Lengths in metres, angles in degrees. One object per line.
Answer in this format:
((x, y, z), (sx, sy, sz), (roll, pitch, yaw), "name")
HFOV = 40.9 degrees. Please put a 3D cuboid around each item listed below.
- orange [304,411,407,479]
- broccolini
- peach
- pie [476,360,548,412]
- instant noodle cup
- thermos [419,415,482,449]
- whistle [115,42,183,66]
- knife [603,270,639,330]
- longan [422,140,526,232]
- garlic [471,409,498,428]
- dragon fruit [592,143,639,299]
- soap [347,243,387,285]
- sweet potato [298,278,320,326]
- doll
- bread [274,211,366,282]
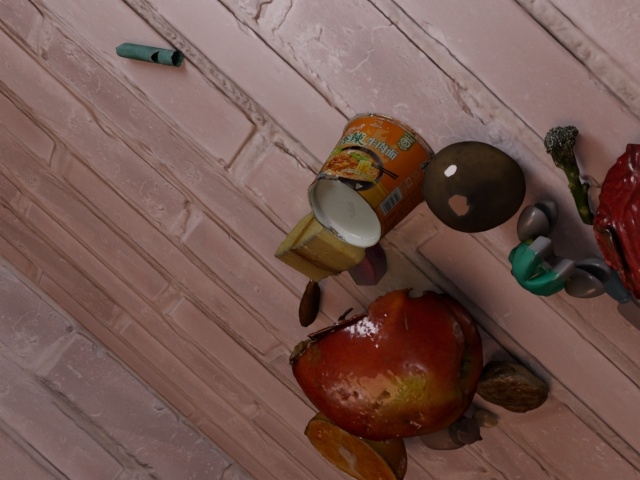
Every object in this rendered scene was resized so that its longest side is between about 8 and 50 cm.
((0.115, 0.606, 2.499), (0.310, 0.274, 0.274), (57, 172, 53), "orange")
((0.429, -0.109, 1.476), (0.058, 0.067, 0.216), (15, 149, 40), "broccolini")
((0.138, 0.270, 1.916), (0.416, 0.353, 0.339), (8, 175, 24), "peach")
((0.440, 0.339, 1.988), (0.163, 0.079, 0.193), (38, 149, -11), "pie")
((0.094, -0.107, 1.699), (0.230, 0.182, 0.230), (27, 147, 19), "instant noodle cup")
((0.326, 0.483, 2.213), (0.137, 0.105, 0.193), (33, 162, -11), "thermos")
((-0.391, -0.424, 1.951), (0.186, 0.039, 0.039), (17, 141, 33), "whistle")
((0.585, 0.127, 1.625), (0.244, 0.032, 0.058), (45, 145, -15), "knife")
((0.275, -0.097, 1.552), (0.187, 0.167, 0.167), (-3, 132, 20), "longan")
((0.414, 0.458, 2.197), (0.053, 0.041, 0.083), (31, 159, -7), "garlic")
((0.563, 0.003, 1.378), (0.240, 0.303, 0.330), (12, 168, -13), "dragon fruit")
((0.094, 0.033, 1.991), (0.100, 0.056, 0.149), (-4, 127, 46), "soap")
((-0.028, 0.163, 2.279), (0.057, 0.057, 0.265), (31, 147, 15), "sweet potato")
((0.409, 0.022, 1.577), (0.195, 0.153, 0.258), (43, 176, -19), "doll")
((0.000, 0.000, 1.925), (0.178, 0.141, 0.266), (67, 153, 6), "bread")
